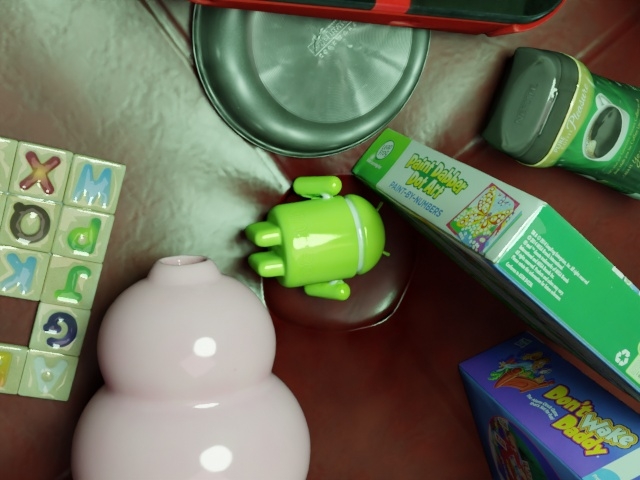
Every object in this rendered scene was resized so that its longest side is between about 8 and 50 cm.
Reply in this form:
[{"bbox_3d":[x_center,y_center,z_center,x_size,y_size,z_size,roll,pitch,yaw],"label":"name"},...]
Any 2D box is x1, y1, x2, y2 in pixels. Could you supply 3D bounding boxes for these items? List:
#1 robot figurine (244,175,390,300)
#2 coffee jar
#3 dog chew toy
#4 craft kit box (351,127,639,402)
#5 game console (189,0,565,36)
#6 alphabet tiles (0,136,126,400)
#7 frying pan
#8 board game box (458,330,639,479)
[{"bbox_3d":[0.000,0.000,0.740,0.115,0.067,0.101,-10,102,-17],"label":"robot figurine"},{"bbox_3d":[0.230,-0.096,0.784,0.184,0.079,0.096,14,105,-24],"label":"coffee jar"},{"bbox_3d":[-0.096,0.177,0.701,0.206,0.206,0.332,-5,100,-18],"label":"dog chew toy"},{"bbox_3d":[0.165,0.029,0.711,0.250,0.246,0.061,39,89,-26],"label":"craft kit box"},{"bbox_3d":[0.063,-0.341,0.619,0.342,0.060,0.387,-2,105,-30],"label":"game console"},{"bbox_3d":[-0.281,0.013,0.677,0.237,0.009,0.198,11,103,-23],"label":"alphabet tiles"},{"bbox_3d":[-0.016,-0.213,0.681,0.197,0.053,0.326,-24,116,-13],"label":"frying pan"},{"bbox_3d":[0.250,0.283,0.830,0.078,0.233,0.347,-24,114,-10],"label":"board game box"}]
